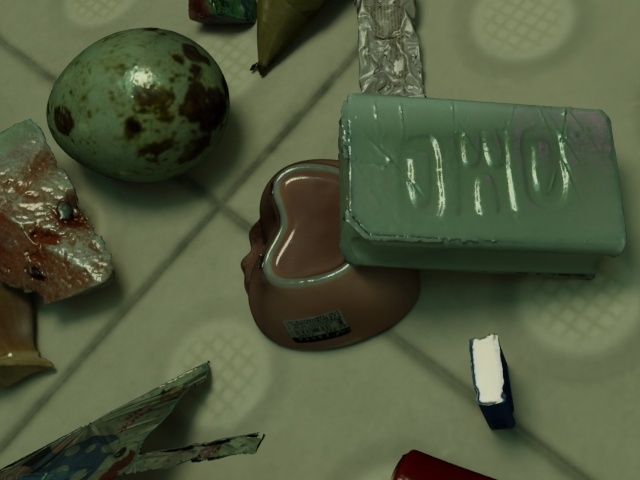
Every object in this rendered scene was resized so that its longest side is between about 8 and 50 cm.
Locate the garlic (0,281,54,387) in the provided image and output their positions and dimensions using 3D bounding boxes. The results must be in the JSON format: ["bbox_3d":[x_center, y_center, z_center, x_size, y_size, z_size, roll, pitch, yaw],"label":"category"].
[{"bbox_3d":[-0.408,0.045,0.957,0.128,0.148,0.267,-36,57,41],"label":"garlic"}]

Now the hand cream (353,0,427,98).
[{"bbox_3d":[0.077,-0.270,0.988,0.084,0.050,0.257,-4,67,12],"label":"hand cream"}]

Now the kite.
[{"bbox_3d":[-0.187,0.203,0.745,0.314,0.012,0.335,-13,21,27],"label":"kite"}]

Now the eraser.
[{"bbox_3d":[0.152,0.126,0.749,0.027,0.085,0.063,-9,62,14],"label":"eraser"}]

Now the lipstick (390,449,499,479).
[{"bbox_3d":[0.172,0.242,0.691,0.241,0.080,0.080,12,69,22],"label":"lipstick"}]

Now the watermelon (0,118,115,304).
[{"bbox_3d":[-0.321,-0.016,0.942,0.241,0.094,0.154,41,55,16],"label":"watermelon"}]

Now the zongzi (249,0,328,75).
[{"bbox_3d":[-0.034,-0.352,1.048,0.256,0.115,0.228,-59,30,25],"label":"zongzi"}]

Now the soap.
[{"bbox_3d":[0.140,-0.051,0.782,0.261,0.094,0.150,3,65,-8],"label":"soap"}]

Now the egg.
[{"bbox_3d":[-0.209,-0.148,0.945,0.231,0.169,0.169,-3,64,28],"label":"egg"}]

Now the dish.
[{"bbox_3d":[0.000,0.000,0.852,0.213,0.090,0.213,-6,64,13],"label":"dish"}]

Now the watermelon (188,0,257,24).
[{"bbox_3d":[-0.121,-0.300,1.062,0.092,0.072,0.085,39,64,-10],"label":"watermelon"}]
